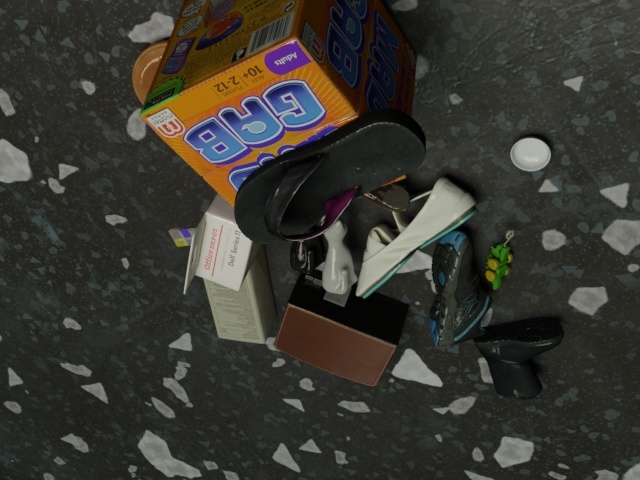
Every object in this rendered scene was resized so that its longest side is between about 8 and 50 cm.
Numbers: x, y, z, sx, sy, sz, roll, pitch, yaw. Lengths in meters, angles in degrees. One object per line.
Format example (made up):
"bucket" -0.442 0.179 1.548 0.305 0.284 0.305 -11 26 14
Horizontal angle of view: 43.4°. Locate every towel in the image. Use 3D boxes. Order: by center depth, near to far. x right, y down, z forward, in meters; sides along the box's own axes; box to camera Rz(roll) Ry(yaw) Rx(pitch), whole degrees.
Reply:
"towel" -0.367 -0.009 2.183 0.083 0.009 0.060 -4 126 23

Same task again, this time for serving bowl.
"serving bowl" 0.452 -0.191 1.728 0.083 0.027 0.083 9 130 11

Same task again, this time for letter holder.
"letter holder" 0.051 0.236 2.146 0.301 0.152 0.215 21 134 2

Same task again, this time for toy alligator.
"toy alligator" 0.422 0.036 1.915 0.051 0.056 0.190 44 145 38

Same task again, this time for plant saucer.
"plant saucer" -0.333 -0.356 1.837 0.199 0.037 0.200 2 128 2

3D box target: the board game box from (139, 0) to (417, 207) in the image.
"board game box" -0.060 -0.304 1.551 0.356 0.356 0.356 -18 134 31

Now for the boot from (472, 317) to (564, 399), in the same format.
"boot" 0.534 0.309 2.066 0.246 0.094 0.207 -12 120 36

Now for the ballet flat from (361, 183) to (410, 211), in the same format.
"ballet flat" 0.097 -0.138 1.856 0.249 0.084 0.058 29 173 12

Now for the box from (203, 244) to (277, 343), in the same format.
"box" -0.219 0.123 2.164 0.147 0.121 0.311 6 130 15

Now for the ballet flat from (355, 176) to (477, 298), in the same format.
"ballet flat" 0.198 -0.013 1.917 0.139 0.139 0.400 39 126 -13

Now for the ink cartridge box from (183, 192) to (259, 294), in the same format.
"ink cartridge box" -0.192 -0.033 1.869 0.119 0.354 0.207 20 132 3

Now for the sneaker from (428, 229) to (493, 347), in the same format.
"sneaker" 0.350 0.112 1.980 0.139 0.125 0.341 -6 129 -8

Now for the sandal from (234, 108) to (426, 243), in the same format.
"sandal" -0.010 -0.087 1.435 0.167 0.107 0.445 34 136 -28

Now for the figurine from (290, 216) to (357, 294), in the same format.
"figurine" 0.000 0.000 1.960 0.214 0.092 0.210 30 138 45
